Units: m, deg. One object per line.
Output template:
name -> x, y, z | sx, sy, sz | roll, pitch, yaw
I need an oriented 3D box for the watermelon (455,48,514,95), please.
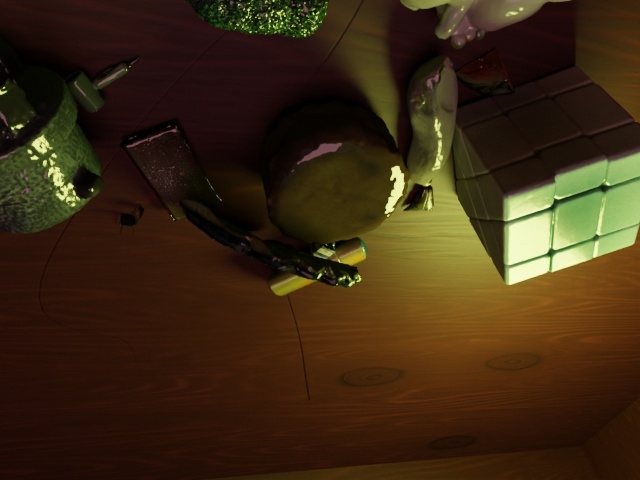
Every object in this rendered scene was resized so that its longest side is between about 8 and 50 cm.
watermelon -> 0.374, -0.364, 1.136 | 0.135, 0.125, 0.094 | -12, 111, -43

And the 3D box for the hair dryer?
hair dryer -> -0.412, -0.315, 1.012 | 0.150, 0.047, 0.071 | -31, 136, 3

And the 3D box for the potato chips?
potato chips -> -0.117, 0.010, 1.190 | 0.358, 0.428, 0.070 | 22, 90, -63

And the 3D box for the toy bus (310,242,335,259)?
toy bus -> 0.000, 0.000, 1.376 | 0.052, 0.102, 0.058 | 23, 128, -32

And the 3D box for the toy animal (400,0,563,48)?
toy animal -> 0.295, -0.473, 0.901 | 0.309, 0.183, 0.247 | 8, 165, -17

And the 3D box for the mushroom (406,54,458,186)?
mushroom -> 0.246, -0.254, 1.176 | 0.109, 0.097, 0.352 | 9, 141, 14

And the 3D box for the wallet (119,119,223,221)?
wallet -> -0.332, -0.152, 1.191 | 0.132, 0.039, 0.243 | -23, 135, 1

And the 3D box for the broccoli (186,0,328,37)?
broccoli -> -0.116, -0.448, 0.827 | 0.294, 0.265, 0.245 | 33, 93, 4

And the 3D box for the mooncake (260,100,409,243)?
mooncake -> 0.022, -0.153, 1.169 | 0.323, 0.187, 0.324 | -8, 138, -7

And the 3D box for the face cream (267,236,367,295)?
face cream -> 0.000, 0.071, 1.451 | 0.284, 0.067, 0.139 | -25, 170, 12

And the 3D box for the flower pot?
flower pot -> -0.562, -0.172, 0.927 | 0.298, 0.299, 0.283 | -11, 140, -2

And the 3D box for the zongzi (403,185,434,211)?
zongzi -> 0.256, -0.111, 1.380 | 0.083, 0.040, 0.076 | -3, 131, 14

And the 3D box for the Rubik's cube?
Rubik's cube -> 0.504, -0.145, 1.196 | 0.315, 0.319, 0.322 | -19, 137, 5

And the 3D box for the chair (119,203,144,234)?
chair -> -0.460, -0.051, 1.261 | 0.042, 0.037, 0.086 | 9, 137, -36
